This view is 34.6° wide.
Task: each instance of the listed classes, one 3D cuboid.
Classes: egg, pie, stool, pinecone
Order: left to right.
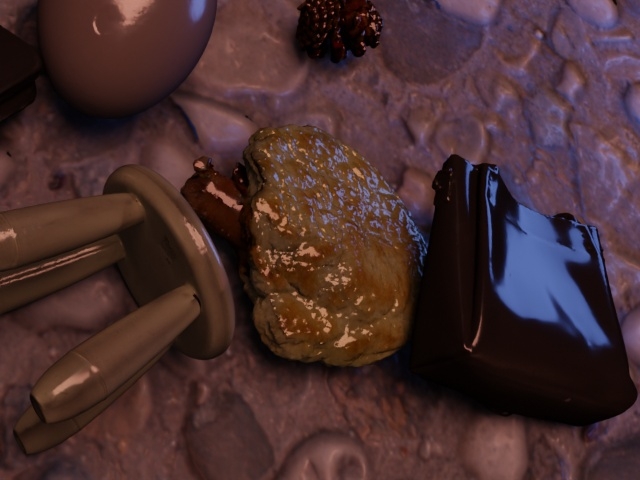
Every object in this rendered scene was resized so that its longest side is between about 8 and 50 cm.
[{"bbox_3d":[-0.203,0.058,0.903,0.198,0.195,0.195,-31,83,-30],"label":"stool"},{"bbox_3d":[-0.197,-0.229,1.044,0.176,0.176,0.232,19,69,-17],"label":"egg"},{"bbox_3d":[0.008,0.000,1.082,0.257,0.105,0.274,-25,81,-42],"label":"pie"},{"bbox_3d":[0.023,-0.260,1.208,0.109,0.102,0.102,-15,74,-49],"label":"pinecone"}]

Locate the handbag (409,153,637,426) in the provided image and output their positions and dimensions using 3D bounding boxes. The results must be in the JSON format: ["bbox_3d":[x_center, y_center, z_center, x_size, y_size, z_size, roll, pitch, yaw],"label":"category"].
[{"bbox_3d":[0.220,0.059,1.125,0.285,0.113,0.257,21,61,-33],"label":"handbag"}]

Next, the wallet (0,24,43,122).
[{"bbox_3d":[-0.448,-0.225,0.953,0.377,0.051,0.197,36,38,3],"label":"wallet"}]
